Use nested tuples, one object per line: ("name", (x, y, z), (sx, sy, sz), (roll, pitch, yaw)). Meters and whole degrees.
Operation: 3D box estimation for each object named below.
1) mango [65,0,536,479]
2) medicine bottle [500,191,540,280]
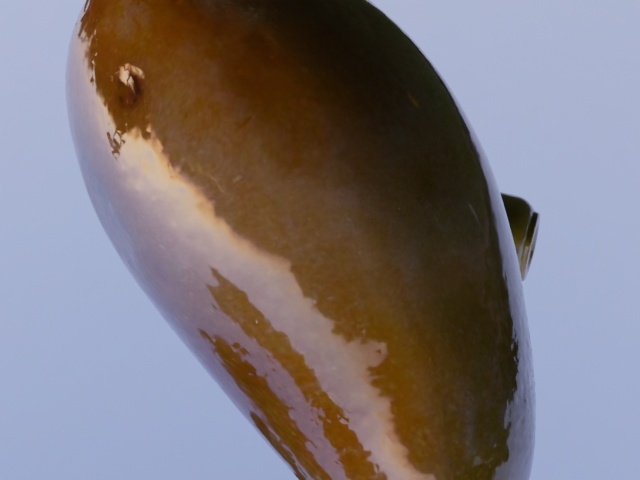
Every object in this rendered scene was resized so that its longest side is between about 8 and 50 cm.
("mango", (0.000, 0.000, 1.033), (0.199, 0.221, 0.384), (-25, -104, -16))
("medicine bottle", (0.016, -0.024, 1.292), (0.261, 0.064, 0.095), (13, 180, 8))
